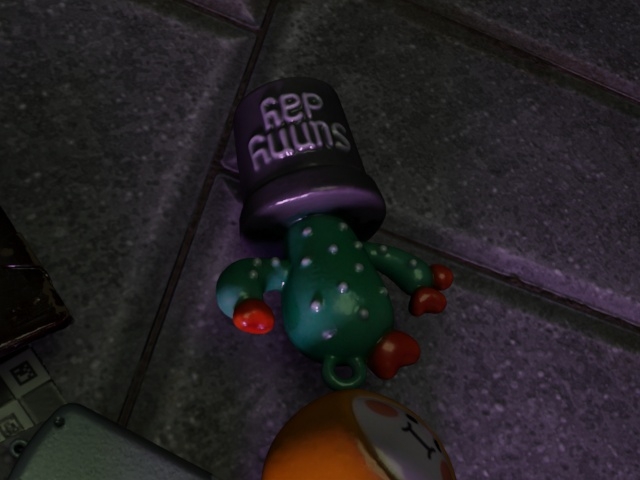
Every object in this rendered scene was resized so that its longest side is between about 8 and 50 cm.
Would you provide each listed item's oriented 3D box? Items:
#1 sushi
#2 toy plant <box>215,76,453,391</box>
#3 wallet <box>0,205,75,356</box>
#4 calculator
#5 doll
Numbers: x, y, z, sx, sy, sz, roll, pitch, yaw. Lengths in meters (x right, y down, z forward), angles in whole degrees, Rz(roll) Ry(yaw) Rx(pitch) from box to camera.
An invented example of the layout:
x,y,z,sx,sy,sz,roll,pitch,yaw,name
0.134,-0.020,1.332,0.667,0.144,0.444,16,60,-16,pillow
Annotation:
x,y,z,sx,sy,sz,roll,pitch,yaw,name
-0.402,0.136,0.868,0.215,0.050,0.192,-26,73,-32,sushi
-0.010,-0.002,1.025,0.279,0.185,0.400,11,55,-43,toy plant
-0.371,0.033,0.915,0.122,0.031,0.232,-25,53,-29,wallet
-0.212,0.268,0.869,0.246,0.045,0.141,29,54,-4,calculator
0.052,0.262,0.912,0.213,0.213,0.236,50,17,12,doll
